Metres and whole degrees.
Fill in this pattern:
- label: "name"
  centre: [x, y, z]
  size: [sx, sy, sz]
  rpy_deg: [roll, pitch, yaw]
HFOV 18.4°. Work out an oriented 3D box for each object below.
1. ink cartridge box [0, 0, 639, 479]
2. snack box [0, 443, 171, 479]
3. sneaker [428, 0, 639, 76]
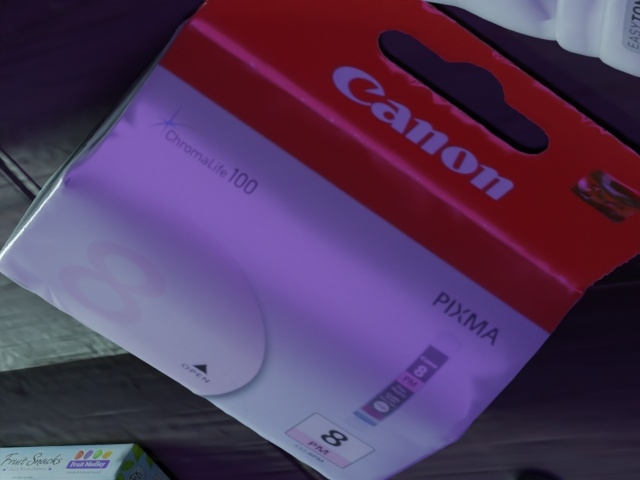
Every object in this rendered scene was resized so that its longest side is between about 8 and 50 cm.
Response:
- label: "ink cartridge box"
  centre: [0.000, 0.000, 0.748]
  size: [0.189, 0.066, 0.232]
  rpy_deg: [34, 150, -11]
- label: "snack box"
  centre: [-0.126, 0.151, 1.046]
  size: [0.141, 0.037, 0.100]
  rpy_deg: [-7, 133, 39]
- label: "sneaker"
  centre: [0.034, -0.156, 0.458]
  size: [0.152, 0.114, 0.305]
  rpy_deg: [14, 144, 15]
